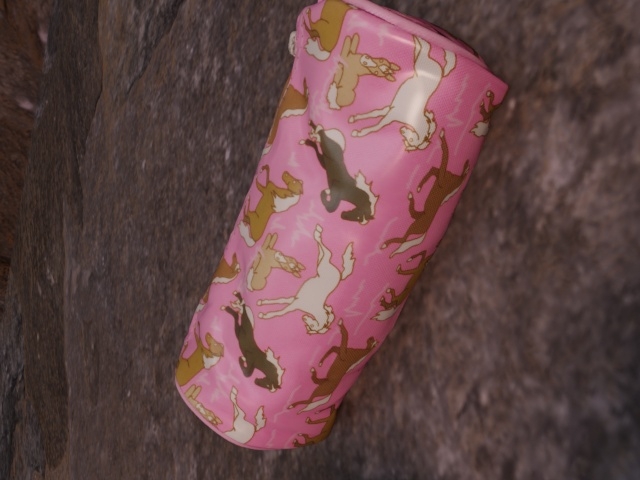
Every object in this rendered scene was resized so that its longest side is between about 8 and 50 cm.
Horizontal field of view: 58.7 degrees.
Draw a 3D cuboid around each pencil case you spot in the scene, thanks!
[{"bbox_3d":[0.000,0.000,0.492,0.167,0.160,0.386,49,122,50],"label":"pencil case"}]
